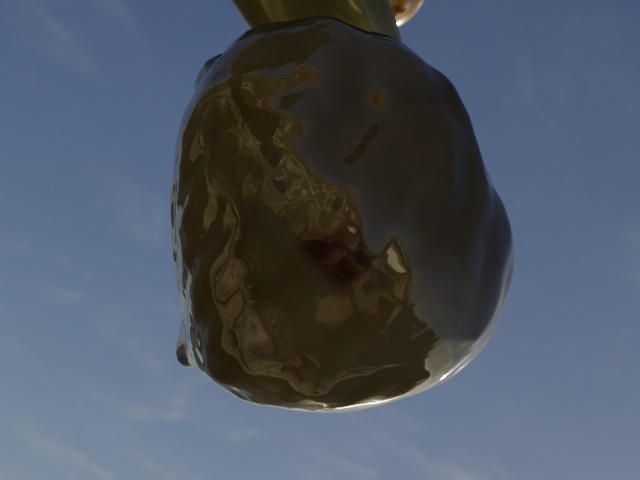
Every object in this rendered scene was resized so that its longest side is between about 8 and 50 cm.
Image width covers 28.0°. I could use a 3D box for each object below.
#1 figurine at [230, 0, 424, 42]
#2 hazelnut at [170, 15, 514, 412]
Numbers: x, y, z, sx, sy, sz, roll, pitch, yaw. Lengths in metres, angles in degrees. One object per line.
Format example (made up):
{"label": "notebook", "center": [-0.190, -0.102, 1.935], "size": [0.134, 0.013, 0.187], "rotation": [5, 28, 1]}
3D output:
{"label": "figurine", "center": [-0.003, -0.241, 1.032], "size": [0.124, 0.222, 0.324], "rotation": [-42, -125, 29]}
{"label": "hazelnut", "center": [0.000, 0.000, 0.821], "size": [0.261, 0.241, 0.261], "rotation": [60, 8, -15]}
